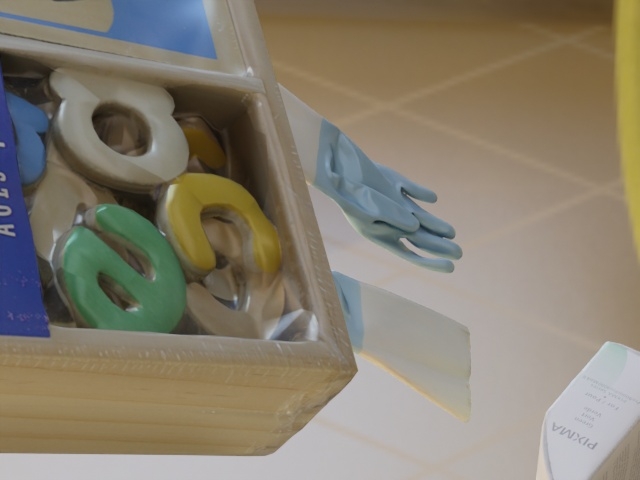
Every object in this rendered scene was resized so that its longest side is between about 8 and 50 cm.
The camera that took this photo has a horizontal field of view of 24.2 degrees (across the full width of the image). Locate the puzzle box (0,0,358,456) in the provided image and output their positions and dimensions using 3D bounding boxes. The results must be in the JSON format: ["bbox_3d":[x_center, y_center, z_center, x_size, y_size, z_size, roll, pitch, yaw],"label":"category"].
[{"bbox_3d":[-0.160,-0.134,0.418,0.052,0.272,0.408,-47,49,43],"label":"puzzle box"}]

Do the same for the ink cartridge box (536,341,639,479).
[{"bbox_3d":[0.131,0.192,0.876,0.225,0.056,0.181,-37,-41,-40],"label":"ink cartridge box"}]

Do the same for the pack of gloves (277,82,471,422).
[{"bbox_3d":[0.000,0.000,0.973,0.046,0.232,0.195,-39,30,33],"label":"pack of gloves"}]
